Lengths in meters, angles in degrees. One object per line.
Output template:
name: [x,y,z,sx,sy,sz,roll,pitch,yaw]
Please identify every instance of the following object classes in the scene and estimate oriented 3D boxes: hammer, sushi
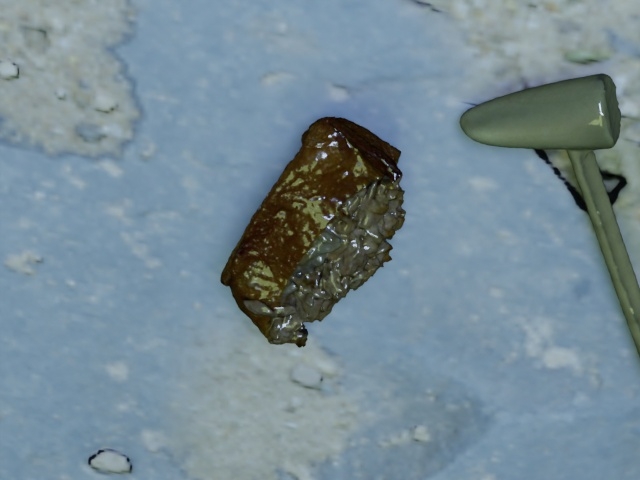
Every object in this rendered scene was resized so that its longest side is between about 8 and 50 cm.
hammer: [0.113,0.020,0.742,0.060,0.028,0.195,-10,124,22]
sushi: [0.000,0.000,0.731,0.055,0.052,0.120,35,122,3]
